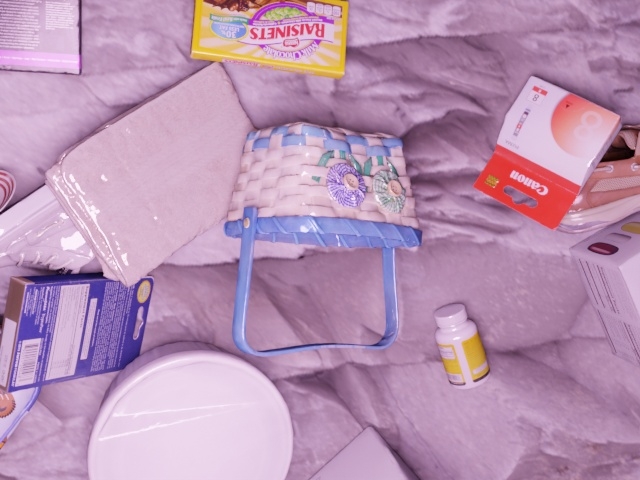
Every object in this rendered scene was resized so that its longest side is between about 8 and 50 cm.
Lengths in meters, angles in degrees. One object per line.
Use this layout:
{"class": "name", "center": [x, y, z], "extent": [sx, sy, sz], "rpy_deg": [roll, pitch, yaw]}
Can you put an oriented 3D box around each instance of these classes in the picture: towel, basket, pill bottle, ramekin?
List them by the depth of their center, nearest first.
{"class": "basket", "center": [0.000, 0.000, 1.098], "extent": [0.254, 0.201, 0.289], "rpy_deg": [1, 92, -40]}
{"class": "towel", "center": [-0.196, -0.087, 1.104], "extent": [0.282, 0.049, 0.187], "rpy_deg": [-37, 109, -25]}
{"class": "ramekin", "center": [-0.179, 0.261, 1.157], "extent": [0.272, 0.127, 0.273], "rpy_deg": [-4, 105, -16]}
{"class": "pill bottle", "center": [0.207, 0.156, 1.269], "extent": [0.065, 0.065, 0.116], "rpy_deg": [-21, 105, -9]}

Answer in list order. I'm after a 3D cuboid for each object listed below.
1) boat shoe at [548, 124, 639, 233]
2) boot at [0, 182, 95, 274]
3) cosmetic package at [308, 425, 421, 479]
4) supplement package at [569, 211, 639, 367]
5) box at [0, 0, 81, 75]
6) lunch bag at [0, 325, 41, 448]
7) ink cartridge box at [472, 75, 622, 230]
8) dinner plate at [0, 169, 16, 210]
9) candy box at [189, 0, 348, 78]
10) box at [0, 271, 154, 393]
{"class": "boat shoe", "center": [0.475, -0.112, 1.256], "extent": [0.324, 0.123, 0.116], "rpy_deg": [-20, 102, -11]}
{"class": "boot", "center": [-0.358, 0.008, 1.090], "extent": [0.258, 0.095, 0.123], "rpy_deg": [-37, 106, -10]}
{"class": "cosmetic package", "center": [-0.022, 0.500, 1.196], "extent": [0.453, 0.230, 0.161], "rpy_deg": [-42, 107, -2]}
{"class": "supplement package", "center": [0.551, 0.047, 1.288], "extent": [0.261, 0.145, 0.204], "rpy_deg": [-29, 105, -7]}
{"class": "box", "center": [-0.357, -0.291, 1.067], "extent": [0.116, 0.029, 0.162], "rpy_deg": [1, 107, -13]}
{"class": "lunch bag", "center": [-0.522, 0.211, 1.071], "extent": [0.243, 0.115, 0.303], "rpy_deg": [43, 82, -24]}
{"class": "ink cartridge box", "center": [0.315, -0.126, 1.211], "extent": [0.145, 0.045, 0.179], "rpy_deg": [33, 89, 28]}
{"class": "dinner plate", "center": [-0.437, -0.038, 1.051], "extent": [0.141, 0.141, 0.017], "rpy_deg": [-28, 130, -7]}
{"class": "candy box", "center": [-0.065, -0.280, 1.132], "extent": [0.205, 0.027, 0.105], "rpy_deg": [5, 84, -14]}
{"class": "box", "center": [-0.310, 0.110, 1.099], "extent": [0.225, 0.036, 0.136], "rpy_deg": [0, 104, -59]}
